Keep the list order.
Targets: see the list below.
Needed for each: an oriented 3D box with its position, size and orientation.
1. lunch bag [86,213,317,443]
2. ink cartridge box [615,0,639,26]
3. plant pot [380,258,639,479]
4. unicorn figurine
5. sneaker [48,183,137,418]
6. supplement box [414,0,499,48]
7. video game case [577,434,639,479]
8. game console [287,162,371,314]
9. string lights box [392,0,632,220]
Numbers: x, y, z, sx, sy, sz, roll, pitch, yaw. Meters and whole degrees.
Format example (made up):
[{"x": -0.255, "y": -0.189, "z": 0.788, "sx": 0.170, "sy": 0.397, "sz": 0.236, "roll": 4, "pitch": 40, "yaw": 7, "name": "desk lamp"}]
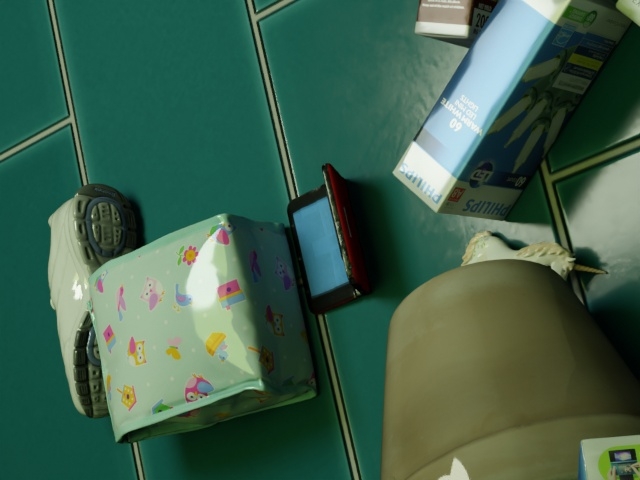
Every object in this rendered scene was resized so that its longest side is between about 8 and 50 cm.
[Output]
[{"x": -0.156, "y": 0.110, "z": 1.912, "sx": 0.262, "sy": 0.160, "sz": 0.223, "roll": -20, "pitch": 75, "yaw": 30, "name": "lunch bag"}, {"x": 0.485, "y": -0.262, "z": 1.489, "sx": 0.324, "sy": 0.071, "sz": 0.330, "roll": 45, "pitch": 115, "yaw": 32, "name": "ink cartridge box"}, {"x": 0.185, "y": 0.184, "z": 1.569, "sx": 0.323, "sy": 0.323, "sz": 0.280, "roll": -38, "pitch": 48, "yaw": 30, "name": "plant pot"}, {"x": 0.199, "y": 0.035, "z": 1.693, "sx": 0.162, "sy": 0.060, "sz": 0.111, "roll": 37, "pitch": 98, "yaw": 40, "name": "unicorn figurine"}, {"x": -0.293, "y": 0.081, "z": 2.074, "sx": 0.129, "sy": 0.111, "sz": 0.297, "roll": -17, "pitch": 71, "yaw": 52, "name": "sneaker"}, {"x": 0.179, "y": -0.323, "z": 1.697, "sx": 0.073, "sy": 0.130, "sz": 0.239, "roll": 10, "pitch": 93, "yaw": 38, "name": "supplement box"}, {"x": 0.343, "y": 0.242, "z": 1.379, "sx": 0.244, "sy": 0.269, "sz": 0.061, "roll": -5, "pitch": 57, "yaw": 4, "name": "video game case"}, {"x": 0.000, "y": 0.000, "z": 1.845, "sx": 0.085, "sy": 0.124, "sz": 0.144, "roll": -16, "pitch": 75, "yaw": 9, "name": "game console"}, {"x": 0.198, "y": -0.149, "z": 1.664, "sx": 0.077, "sy": 0.133, "sz": 0.259, "roll": 43, "pitch": 113, "yaw": 32, "name": "string lights box"}]
